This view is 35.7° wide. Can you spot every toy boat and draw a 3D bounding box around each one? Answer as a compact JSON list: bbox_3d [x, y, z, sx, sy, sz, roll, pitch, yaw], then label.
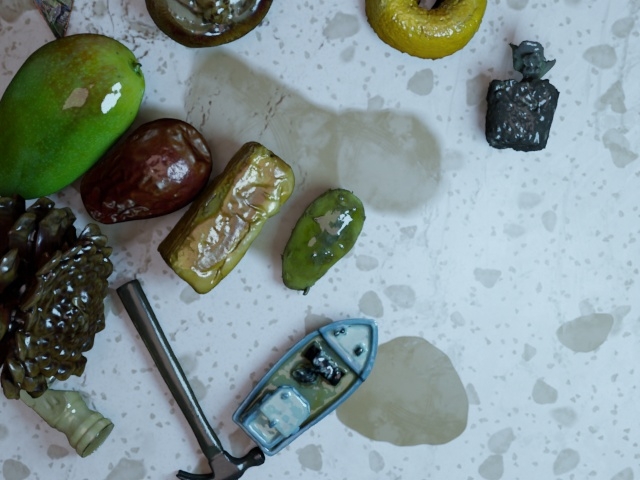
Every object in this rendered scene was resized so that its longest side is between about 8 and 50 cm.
[{"bbox_3d":[-0.015,0.266,1.891,0.332,0.133,0.145,-43,92,1],"label":"toy boat"}]

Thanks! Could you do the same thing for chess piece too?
[{"bbox_3d":[-0.501,0.324,1.920,0.200,0.090,0.090,39,92,9],"label":"chess piece"}]

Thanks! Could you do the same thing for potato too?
[{"bbox_3d":[0.000,0.000,1.900,0.117,0.090,0.225,32,99,-8],"label":"potato"}]

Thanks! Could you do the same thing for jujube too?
[{"bbox_3d":[-0.326,-0.122,1.845,0.255,0.190,0.190,-20,93,17],"label":"jujube"}]

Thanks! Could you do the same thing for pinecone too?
[{"bbox_3d":[-0.575,0.082,1.782,0.384,0.384,0.384,0,93,-1],"label":"pinecone"}]

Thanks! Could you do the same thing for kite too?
[{"bbox_3d":[-0.498,-0.492,1.908,0.183,0.014,0.241,10,93,-4],"label":"kite"}]

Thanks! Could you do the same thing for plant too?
[{"bbox_3d":[0.379,-0.271,1.867,0.131,0.142,0.203,13,80,6],"label":"plant"}]

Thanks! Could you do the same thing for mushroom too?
[{"bbox_3d":[-0.208,-0.479,1.842,0.253,0.153,0.253,0,95,-1],"label":"mushroom"}]

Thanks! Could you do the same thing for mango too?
[{"bbox_3d":[-0.487,-0.225,1.832,0.382,0.201,0.225,-41,85,14],"label":"mango"}]

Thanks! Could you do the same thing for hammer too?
[{"bbox_3d":[-0.275,0.277,1.934,0.168,0.044,0.440,-26,92,-1],"label":"hammer"}]

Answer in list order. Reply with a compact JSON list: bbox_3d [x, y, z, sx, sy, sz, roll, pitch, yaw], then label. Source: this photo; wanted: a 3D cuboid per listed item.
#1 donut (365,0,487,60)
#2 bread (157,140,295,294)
[{"bbox_3d":[0.203,-0.470,1.875,0.253,0.118,0.253,1,78,-3],"label":"donut"},{"bbox_3d":[-0.172,-0.046,1.856,0.132,0.167,0.294,40,86,-10],"label":"bread"}]
